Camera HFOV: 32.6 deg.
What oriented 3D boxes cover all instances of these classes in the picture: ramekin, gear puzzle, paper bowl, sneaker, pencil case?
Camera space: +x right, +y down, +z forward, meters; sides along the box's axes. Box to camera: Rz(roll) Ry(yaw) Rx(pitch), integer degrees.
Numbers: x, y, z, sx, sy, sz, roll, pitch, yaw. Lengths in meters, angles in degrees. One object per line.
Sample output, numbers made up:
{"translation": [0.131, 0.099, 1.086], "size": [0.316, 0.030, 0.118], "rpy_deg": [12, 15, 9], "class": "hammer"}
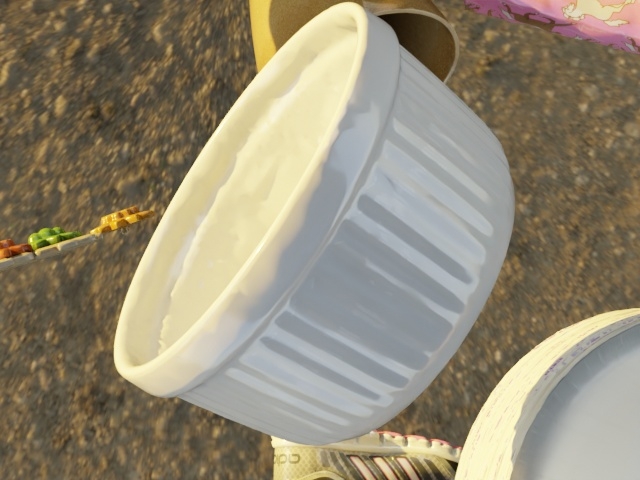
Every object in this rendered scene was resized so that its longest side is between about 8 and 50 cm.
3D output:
{"translation": [0.000, 0.000, 0.533], "size": [0.109, 0.207, 0.207], "rpy_deg": [32, 100, -18], "class": "ramekin"}
{"translation": [-0.368, 0.005, 1.381], "size": [0.339, 0.175, 0.044], "rpy_deg": [-18, 93, -23], "class": "gear puzzle"}
{"translation": [0.234, 0.181, 0.665], "size": [0.284, 0.148, 0.284], "rpy_deg": [1, 84, -13], "class": "paper bowl"}
{"translation": [0.042, 0.172, 0.767], "size": [0.170, 0.063, 0.075], "rpy_deg": [12, 76, -14], "class": "sneaker"}
{"translation": [0.366, -0.335, 1.384], "size": [0.386, 0.160, 0.167], "rpy_deg": [13, 78, 9], "class": "pencil case"}

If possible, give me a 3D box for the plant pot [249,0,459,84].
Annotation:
{"translation": [0.011, -0.285, 1.322], "size": [0.237, 0.237, 0.254], "rpy_deg": [-22, 63, 2], "class": "plant pot"}
